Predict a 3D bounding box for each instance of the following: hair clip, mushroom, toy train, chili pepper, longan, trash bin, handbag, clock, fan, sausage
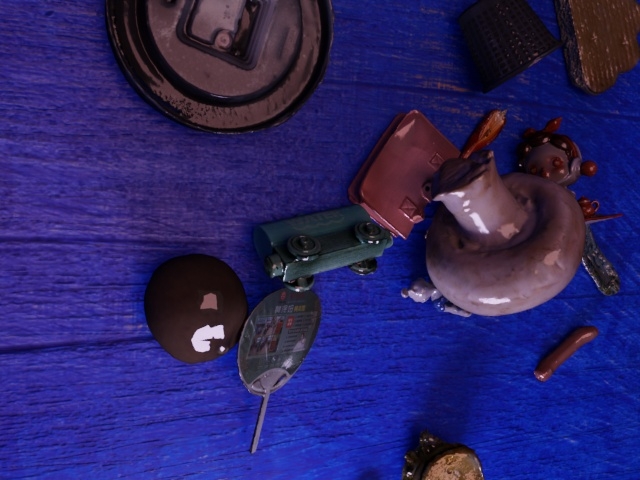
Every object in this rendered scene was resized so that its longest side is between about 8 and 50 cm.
[{"bbox_3d":[0.617,0.032,1.520,0.066,0.036,0.229,-39,114,-12],"label":"hair clip"},{"bbox_3d":[0.315,-0.020,1.216,0.298,0.297,0.290,-50,131,-13],"label":"mushroom"},{"bbox_3d":[0.000,0.000,1.186,0.248,0.159,0.101,-14,132,-28],"label":"toy train"},{"bbox_3d":[0.325,-0.205,1.378,0.045,0.027,0.178,42,77,-16],"label":"chili pepper"},{"bbox_3d":[-0.198,0.107,1.091,0.189,0.189,0.189,-2,94,-24],"label":"longan"},{"bbox_3d":[0.357,-0.400,1.316,0.175,0.175,0.161,-32,95,-19],"label":"trash bin"},{"bbox_3d":[0.165,-0.127,1.295,0.157,0.059,0.213,39,77,-21],"label":"handbag"},{"bbox_3d":[-0.163,-0.366,1.123,0.385,0.076,0.387,-2,94,-24],"label":"clock"},{"bbox_3d":[-0.090,0.203,1.156,0.294,0.012,0.223,-60,147,-18],"label":"fan"},{"bbox_3d":[0.542,0.246,1.498,0.186,0.043,0.043,-35,107,-17],"label":"sausage"}]

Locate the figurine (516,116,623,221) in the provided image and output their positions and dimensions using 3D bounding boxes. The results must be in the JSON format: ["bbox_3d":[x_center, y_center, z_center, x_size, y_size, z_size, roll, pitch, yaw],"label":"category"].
[{"bbox_3d":[0.480,-0.135,1.386,0.160,0.183,0.226,-7,84,-32],"label":"figurine"}]

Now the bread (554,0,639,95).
[{"bbox_3d":[0.611,-0.466,1.471,0.207,0.056,0.287,-14,99,-19],"label":"bread"}]

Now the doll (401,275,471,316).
[{"bbox_3d":[0.257,0.096,1.355,0.227,0.057,0.114,4,75,-27],"label":"doll"}]

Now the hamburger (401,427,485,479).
[{"bbox_3d":[0.233,0.459,1.335,0.159,0.131,0.185,-18,94,-13],"label":"hamburger"}]
